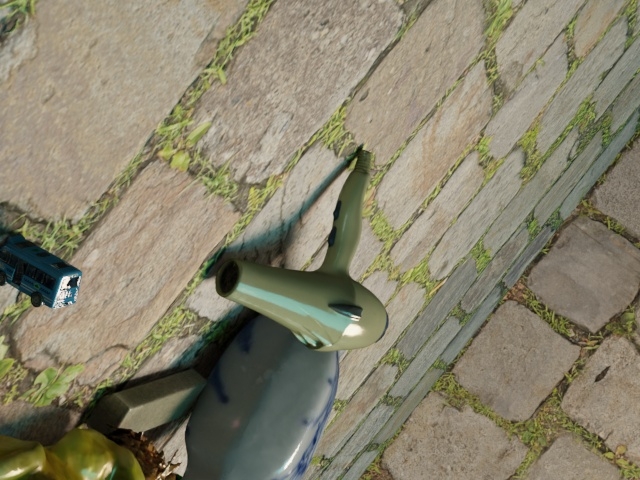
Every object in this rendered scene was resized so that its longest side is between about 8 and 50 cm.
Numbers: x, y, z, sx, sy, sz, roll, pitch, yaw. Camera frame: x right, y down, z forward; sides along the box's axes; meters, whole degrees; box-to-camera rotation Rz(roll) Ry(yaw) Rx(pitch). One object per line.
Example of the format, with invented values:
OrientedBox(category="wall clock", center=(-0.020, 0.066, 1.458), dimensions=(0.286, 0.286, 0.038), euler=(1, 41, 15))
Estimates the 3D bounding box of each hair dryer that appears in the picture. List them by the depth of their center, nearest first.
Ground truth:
OrientedBox(category="hair dryer", center=(-0.026, 0.022, 1.581), dimensions=(0.296, 0.119, 0.298), euler=(-6, 94, -43))

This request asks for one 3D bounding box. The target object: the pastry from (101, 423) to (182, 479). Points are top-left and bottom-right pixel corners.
OrientedBox(category="pastry", center=(-0.277, 0.371, 1.384), dimensions=(0.275, 0.193, 0.275), euler=(-45, -159, 23))

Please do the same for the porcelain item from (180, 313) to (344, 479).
OrientedBox(category="porcelain item", center=(-0.089, 0.278, 1.713), dimensions=(0.405, 0.178, 0.242), euler=(-61, 166, -19))

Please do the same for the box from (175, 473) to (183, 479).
OrientedBox(category="box", center=(-0.296, 0.505, 1.875), dimensions=(0.235, 0.034, 0.132), euler=(-46, -162, -19))

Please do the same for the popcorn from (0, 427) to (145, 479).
OrientedBox(category="popcorn", center=(-0.340, 0.326, 1.098), dimensions=(0.334, 0.292, 0.293), euler=(-71, 158, -83))

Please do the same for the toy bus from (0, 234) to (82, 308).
OrientedBox(category="toy bus", center=(-0.269, 0.031, 1.042), dimensions=(0.038, 0.083, 0.046), euler=(-14, 127, -62))

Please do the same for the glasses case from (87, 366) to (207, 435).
OrientedBox(category="glasses case", center=(-0.242, 0.230, 1.553), dimensions=(0.071, 0.047, 0.205), euler=(-55, 162, 17))
